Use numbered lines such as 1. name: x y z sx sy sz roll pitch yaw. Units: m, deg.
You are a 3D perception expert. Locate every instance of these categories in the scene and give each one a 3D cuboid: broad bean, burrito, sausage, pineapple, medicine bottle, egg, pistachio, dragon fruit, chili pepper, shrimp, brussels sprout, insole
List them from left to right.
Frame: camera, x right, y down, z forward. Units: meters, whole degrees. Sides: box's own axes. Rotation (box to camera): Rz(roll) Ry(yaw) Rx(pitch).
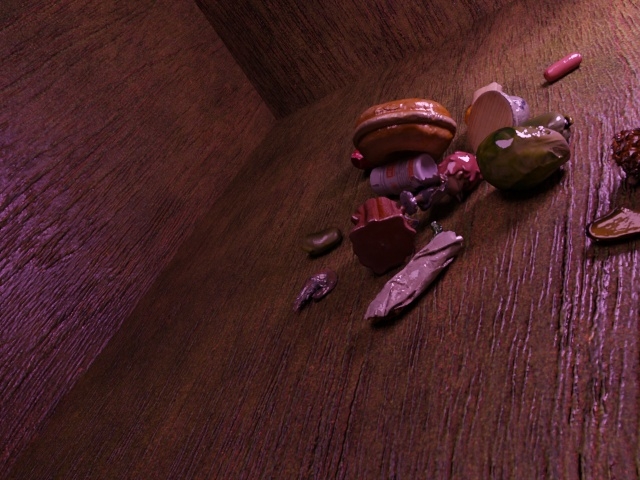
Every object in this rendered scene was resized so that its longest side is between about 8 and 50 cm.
1. shrimp: -0.020 0.185 1.874 0.126 0.047 0.223 9 48 43
2. broad bean: 0.000 0.000 2.110 0.174 0.082 0.124 -24 26 27
3. dragon fruit: 0.256 -0.425 2.451 0.262 0.163 0.189 -58 -1 -31
4. insole: 0.308 -0.072 1.939 0.065 0.004 0.197 -41 25 -10
5. medicine bottle: 0.332 -0.257 2.064 0.252 0.144 0.144 -11 35 47
6. burrito: 0.289 0.113 1.566 0.392 0.076 0.117 -43 27 -15
7. chili pepper: 0.387 -0.017 1.720 0.055 0.035 0.118 -28 34 46
8. egg: 0.710 -0.462 1.937 0.141 0.141 0.182 -6 50 47
9. brussels sprout: 0.640 -0.267 1.631 0.271 0.210 0.219 -16 8 15
10. broad bean: 0.765 -0.380 1.784 0.228 0.100 0.169 -13 33 46
11. sausage: 0.990 -0.709 2.096 0.154 0.062 0.062 -32 26 11
12. pistachio: 0.753 -0.041 1.280 0.173 0.049 0.089 -15 55 34
13. pineapple: 0.860 -0.214 1.375 0.176 0.161 0.137 27 104 59

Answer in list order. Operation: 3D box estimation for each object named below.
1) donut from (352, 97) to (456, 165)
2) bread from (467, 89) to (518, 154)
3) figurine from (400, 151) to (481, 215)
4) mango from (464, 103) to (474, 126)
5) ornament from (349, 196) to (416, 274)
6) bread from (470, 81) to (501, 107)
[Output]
1. donut: 0.330 -0.425 2.071 0.449 0.449 0.198 -10 79 43
2. bread: 0.633 -0.420 1.888 0.040 0.267 0.267 -4 17 -20
3. figurine: 0.463 -0.212 1.820 0.387 0.166 0.207 -27 -6 -11
4. mango: 0.661 -0.491 2.090 0.147 0.109 0.227 4 40 19
5. ornament: 0.203 -0.033 1.781 0.221 0.235 0.217 11 26 -3
6. bread: 0.733 -0.627 2.279 0.139 0.060 0.178 -20 30 31
